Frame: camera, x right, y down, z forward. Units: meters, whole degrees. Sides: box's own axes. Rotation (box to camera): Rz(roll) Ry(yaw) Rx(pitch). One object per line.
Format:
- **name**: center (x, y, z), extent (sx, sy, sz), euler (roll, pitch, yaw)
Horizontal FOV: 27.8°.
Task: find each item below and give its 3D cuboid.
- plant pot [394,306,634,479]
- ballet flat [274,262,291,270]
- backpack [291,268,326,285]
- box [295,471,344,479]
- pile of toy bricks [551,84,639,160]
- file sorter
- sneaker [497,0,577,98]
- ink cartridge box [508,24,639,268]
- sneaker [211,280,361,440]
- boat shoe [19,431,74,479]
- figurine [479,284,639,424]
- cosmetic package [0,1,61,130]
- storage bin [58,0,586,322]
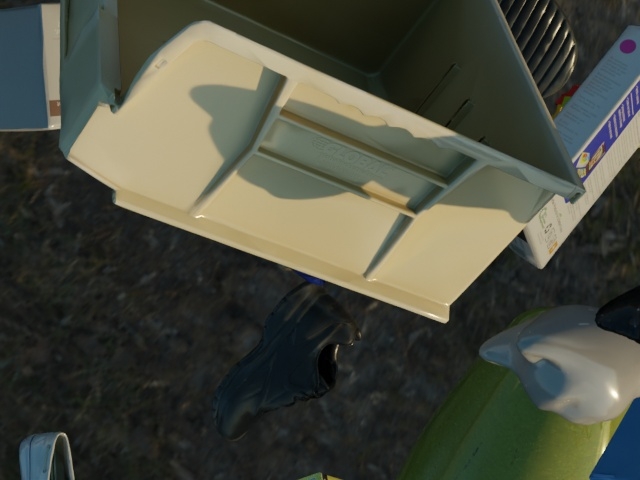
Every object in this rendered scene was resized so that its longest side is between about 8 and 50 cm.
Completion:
- **plant pot**: center (0.230, 0.225, 1.387), extent (0.275, 0.274, 0.293), euler (18, 128, 8)
- **ballet flat**: center (-0.036, -0.086, 1.660), extent (0.084, 0.058, 0.249), euler (8, 74, -26)
- **backpack**: center (0.000, 0.000, 1.564), extent (0.098, 0.120, 0.101), euler (39, 78, 24)
- **box**: center (0.036, 0.367, 1.728), extent (0.087, 0.232, 0.058), euler (-25, 58, 27)
- **pile of toy bricks**: center (0.453, -0.184, 1.912), extent (0.118, 0.212, 0.105), euler (26, 82, -37)
- **file sorter**: center (0.351, 0.197, 1.187), extent (0.118, 0.170, 0.104), euler (-6, 123, 46)
- **sneaker**: center (0.100, -0.256, 1.180), extent (0.331, 0.146, 0.122), euler (36, 120, 3)
- **ink cartridge box**: center (0.363, -0.145, 1.653), extent (0.069, 0.176, 0.371), euler (39, 84, 26)
- **sneaker**: center (-0.051, 0.191, 1.813), extent (0.130, 0.109, 0.286), euler (41, 117, 12)
- **boat shoe**: center (-0.406, 0.400, 1.956), extent (0.076, 0.083, 0.226), euler (-20, 77, 29)
- **figurine**: center (0.200, 0.049, 0.596), extent (0.210, 0.215, 0.092), euler (3, 78, -16)
- **cosmetic package**: center (-0.250, -0.142, 1.070), extent (0.238, 0.127, 0.107), euler (0, 98, 40)
- **storage bin**: center (-0.014, -0.115, 0.766), extent (0.260, 0.262, 0.123), euler (21, 125, -27)
